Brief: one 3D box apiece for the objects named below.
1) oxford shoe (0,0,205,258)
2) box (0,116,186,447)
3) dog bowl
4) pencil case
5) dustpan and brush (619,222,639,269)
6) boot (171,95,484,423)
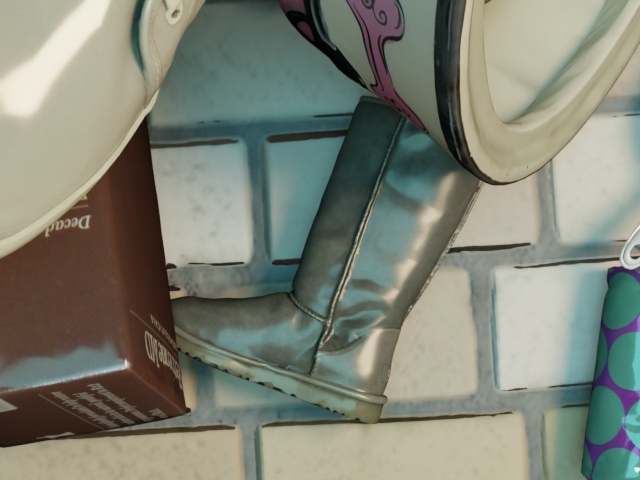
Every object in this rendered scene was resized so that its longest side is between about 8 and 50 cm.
[{"bbox_3d":[-0.109,-0.176,0.745,0.169,0.130,0.449,41,57,-15],"label":"oxford shoe"},{"bbox_3d":[-0.185,-0.077,0.873,0.143,0.191,0.381,-9,76,2],"label":"box"},{"bbox_3d":[0.117,-0.246,0.815,0.150,0.408,0.408,26,89,22],"label":"dog bowl"},{"bbox_3d":[0.218,0.091,0.945,0.070,0.064,0.152,6,88,20],"label":"pencil case"},{"bbox_3d":[0.270,-0.058,0.948,0.147,0.060,0.211,43,89,4],"label":"dustpan and brush"},{"bbox_3d":[-0.001,0.000,0.956,0.189,0.076,0.208,19,91,2],"label":"boot"}]
